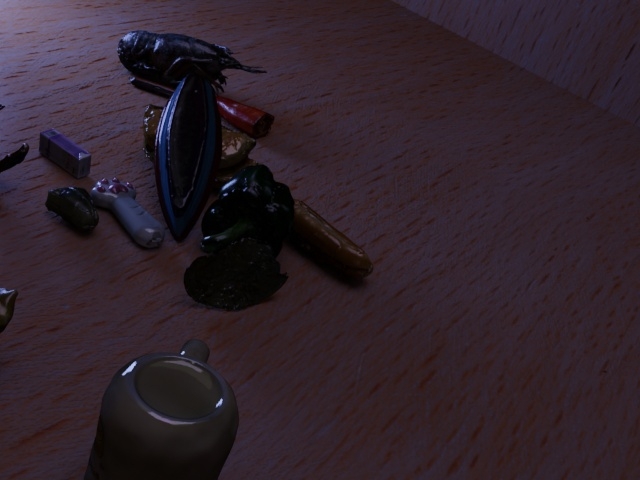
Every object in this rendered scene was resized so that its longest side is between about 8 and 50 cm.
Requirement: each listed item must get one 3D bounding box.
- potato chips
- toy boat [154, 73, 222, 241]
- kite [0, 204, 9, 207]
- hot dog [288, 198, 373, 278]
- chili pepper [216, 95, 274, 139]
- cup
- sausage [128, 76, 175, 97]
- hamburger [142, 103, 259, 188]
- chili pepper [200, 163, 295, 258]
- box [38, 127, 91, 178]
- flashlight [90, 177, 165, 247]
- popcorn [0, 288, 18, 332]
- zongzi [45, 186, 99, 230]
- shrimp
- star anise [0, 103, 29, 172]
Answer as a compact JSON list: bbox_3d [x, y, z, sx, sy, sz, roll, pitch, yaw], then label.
[{"bbox_3d":[-0.147,0.058,1.669,0.209,0.142,0.026,23,-10,-36],"label":"potato chips"},{"bbox_3d":[-0.265,-0.176,1.882,0.136,0.079,0.392,4,53,-5],"label":"toy boat"},{"bbox_3d":[-0.675,-0.067,1.649,0.222,0.008,0.125,20,30,-3],"label":"kite"},{"bbox_3d":[0.000,0.000,1.896,0.249,0.076,0.102,39,-3,25],"label":"hot dog"},{"bbox_3d":[-0.201,-0.313,2.300,0.169,0.065,0.088,30,30,23],"label":"chili pepper"},{"bbox_3d":[-0.184,0.248,1.242,0.173,0.202,0.255,31,31,17],"label":"cup"},{"bbox_3d":[-0.375,-0.364,2.308,0.198,0.025,0.028,18,-2,-6],"label":"sausage"},{"bbox_3d":[-0.262,-0.181,2.001,0.262,0.124,0.131,17,54,3],"label":"hamburger"},{"bbox_3d":[-0.139,-0.029,1.775,0.165,0.174,0.261,42,26,-13],"label":"chili pepper"},{"bbox_3d":[-0.510,-0.174,1.885,0.117,0.051,0.036,34,39,19],"label":"box"},{"bbox_3d":[-0.361,-0.056,1.788,0.093,0.048,0.200,-9,41,-42],"label":"flashlight"},{"bbox_3d":[-0.559,0.082,1.271,0.270,0.224,0.258,13,23,-1],"label":"popcorn"},{"bbox_3d":[-0.434,-0.062,1.753,0.109,0.055,0.119,33,21,16],"label":"zongzi"},{"bbox_3d":[-0.320,-0.446,2.366,0.372,0.137,0.172,17,26,-5],"label":"shrimp"},{"bbox_3d":[-0.684,-0.230,1.768,0.346,0.148,0.237,27,-13,13],"label":"star anise"}]
